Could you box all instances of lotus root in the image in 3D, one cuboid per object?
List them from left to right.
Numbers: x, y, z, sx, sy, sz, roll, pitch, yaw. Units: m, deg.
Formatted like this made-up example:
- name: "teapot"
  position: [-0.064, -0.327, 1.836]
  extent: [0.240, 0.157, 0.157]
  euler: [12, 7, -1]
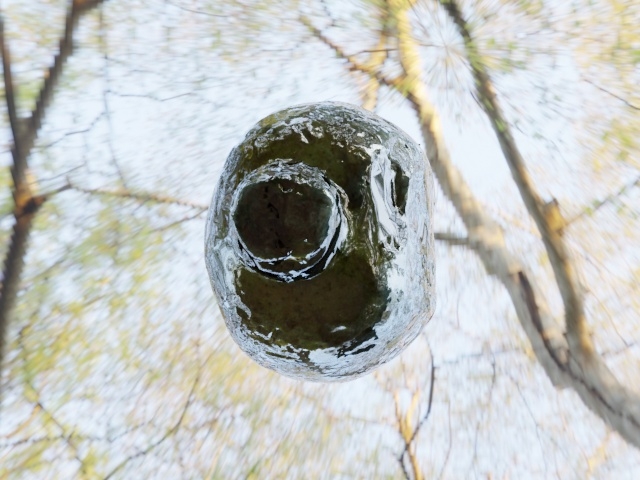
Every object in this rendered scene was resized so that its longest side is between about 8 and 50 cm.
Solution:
- name: "lotus root"
  position: [0.000, 0.000, 0.717]
  extent: [0.088, 0.192, 0.113]
  euler: [6, -94, 12]
